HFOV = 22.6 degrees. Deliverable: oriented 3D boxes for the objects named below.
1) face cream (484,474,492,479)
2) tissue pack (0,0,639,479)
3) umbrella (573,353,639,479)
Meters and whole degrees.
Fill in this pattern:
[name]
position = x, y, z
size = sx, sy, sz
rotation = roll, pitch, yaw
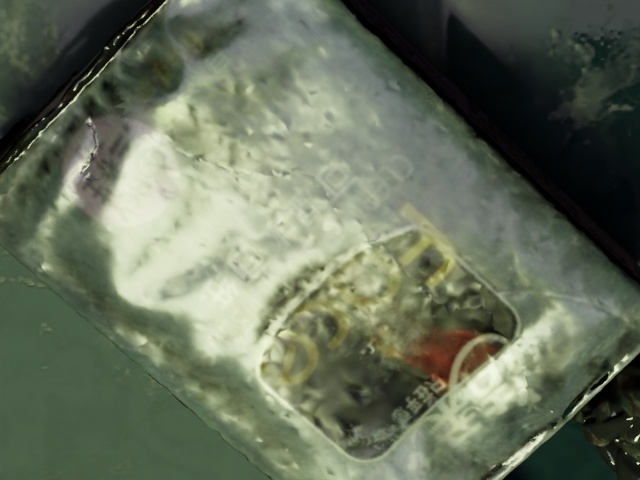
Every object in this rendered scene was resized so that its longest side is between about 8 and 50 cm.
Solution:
[face cream]
position = 0.017, 0.266, 1.129
size = 0.291, 0.071, 0.144
rotation = -25, 111, 14
[tissue pack]
position = 0.000, 0.000, 0.975
size = 0.259, 0.122, 0.361
rotation = -42, 105, 17
[umbrella]
position = 0.257, 0.057, 0.967
size = 0.110, 0.122, 0.272
rotation = 52, 133, 23
